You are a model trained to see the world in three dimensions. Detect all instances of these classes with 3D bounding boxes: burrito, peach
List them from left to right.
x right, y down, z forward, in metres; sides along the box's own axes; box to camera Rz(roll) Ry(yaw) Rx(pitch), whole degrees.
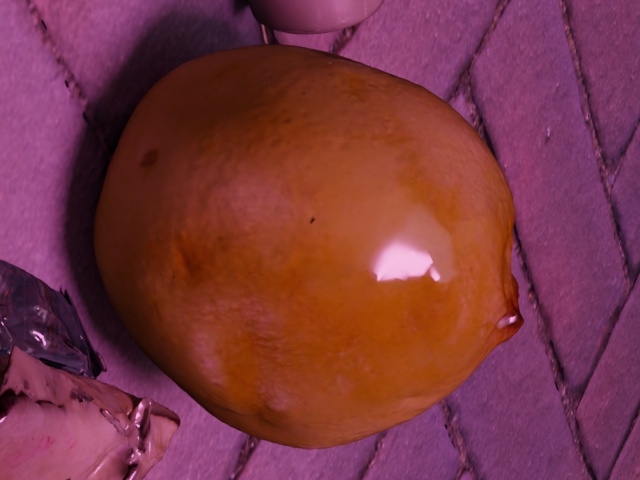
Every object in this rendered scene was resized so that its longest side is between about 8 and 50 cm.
[{"bbox_3d":[-0.236,0.155,1.342,0.348,0.107,0.175,19,93,-58],"label":"burrito"},{"bbox_3d":[-0.007,-0.005,1.489,0.281,0.316,0.314,-66,146,-52],"label":"peach"}]

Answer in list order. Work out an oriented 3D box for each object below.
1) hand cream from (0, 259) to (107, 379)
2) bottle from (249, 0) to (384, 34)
[{"bbox_3d":[-0.236,0.043,1.346,0.248,0.052,0.075,26,56,-57],"label":"hand cream"},{"bbox_3d":[-0.013,-0.303,1.533,0.120,0.120,0.253,-44,139,-45],"label":"bottle"}]
